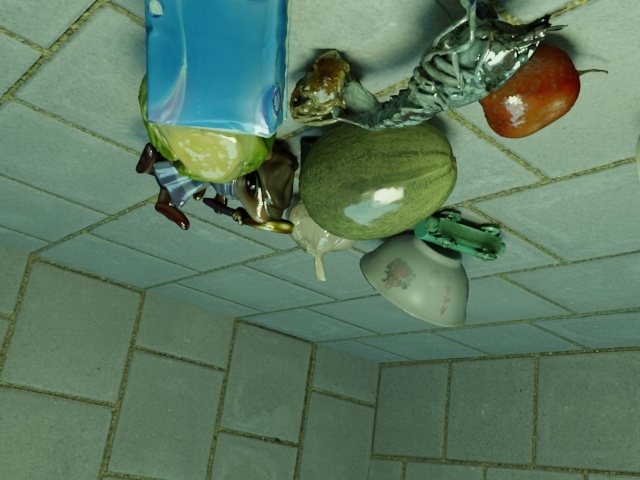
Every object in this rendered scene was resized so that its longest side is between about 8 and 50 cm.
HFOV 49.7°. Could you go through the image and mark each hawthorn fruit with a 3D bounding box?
[{"bbox_3d":[0.360,-0.254,1.125,0.203,0.162,0.162,-19,150,22],"label":"hawthorn fruit"}]

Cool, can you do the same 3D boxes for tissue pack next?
[{"bbox_3d":[-0.146,-0.298,0.992,0.198,0.263,0.146,7,-158,5],"label":"tissue pack"}]

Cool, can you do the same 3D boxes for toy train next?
[{"bbox_3d":[0.373,-0.009,1.862,0.248,0.101,0.159,17,171,-21],"label":"toy train"}]

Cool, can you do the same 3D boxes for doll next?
[{"bbox_3d":[-0.222,-0.130,1.579,0.340,0.209,0.318,1,162,13],"label":"doll"}]

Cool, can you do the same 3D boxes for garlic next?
[{"bbox_3d":[0.000,0.000,1.827,0.218,0.212,0.218,10,174,1],"label":"garlic"}]

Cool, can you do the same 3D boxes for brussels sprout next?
[{"bbox_3d":[-0.201,-0.229,1.250,0.227,0.294,0.259,-28,125,15],"label":"brussels sprout"}]

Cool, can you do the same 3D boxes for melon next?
[{"bbox_3d":[0.112,-0.127,1.405,0.329,0.248,0.248,-12,153,24],"label":"melon"}]

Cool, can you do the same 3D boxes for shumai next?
[{"bbox_3d":[0.014,-0.281,1.247,0.145,0.145,0.116,3,137,15],"label":"shumai"}]

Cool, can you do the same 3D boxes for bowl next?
[{"bbox_3d":[0.295,0.075,1.934,0.345,0.345,0.157,17,116,-23],"label":"bowl"}]

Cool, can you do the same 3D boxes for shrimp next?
[{"bbox_3d":[0.180,-0.263,1.055,0.166,0.221,0.410,35,148,-13],"label":"shrimp"}]

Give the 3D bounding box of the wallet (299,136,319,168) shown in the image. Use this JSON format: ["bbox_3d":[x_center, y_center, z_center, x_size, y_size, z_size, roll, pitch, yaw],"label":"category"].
[{"bbox_3d":[0.022,-0.165,1.652,0.146,0.030,0.285,10,159,3],"label":"wallet"}]

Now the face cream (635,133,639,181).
[{"bbox_3d":[0.693,-0.134,1.201,0.218,0.218,0.179,20,156,-30],"label":"face cream"}]
